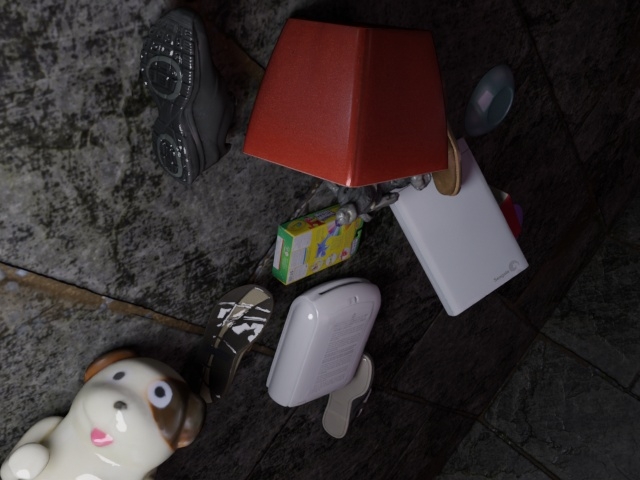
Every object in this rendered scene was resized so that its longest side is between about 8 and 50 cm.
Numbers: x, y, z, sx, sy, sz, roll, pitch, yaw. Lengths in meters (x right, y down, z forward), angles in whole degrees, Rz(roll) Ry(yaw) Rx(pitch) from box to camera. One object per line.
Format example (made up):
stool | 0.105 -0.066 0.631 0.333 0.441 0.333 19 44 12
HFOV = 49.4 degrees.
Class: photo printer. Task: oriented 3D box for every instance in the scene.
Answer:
photo printer | 0.014 0.230 1.670 0.256 0.107 0.307 -11 126 -46

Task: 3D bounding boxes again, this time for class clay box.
clay box | 0.000 0.000 1.500 0.222 0.053 0.127 -22 135 -41

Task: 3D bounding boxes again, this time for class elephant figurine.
elephant figurine | 0.091 -0.114 1.406 0.239 0.169 0.186 -44 148 -11

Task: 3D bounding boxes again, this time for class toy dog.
toy dog | -0.366 0.400 1.211 0.408 0.284 0.395 -61 159 10

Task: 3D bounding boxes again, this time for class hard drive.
hard drive | 0.317 -0.033 1.632 0.233 0.047 0.353 -31 99 -14

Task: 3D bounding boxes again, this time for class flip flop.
flip flop | -0.184 0.210 1.428 0.277 0.112 0.080 -65 171 11

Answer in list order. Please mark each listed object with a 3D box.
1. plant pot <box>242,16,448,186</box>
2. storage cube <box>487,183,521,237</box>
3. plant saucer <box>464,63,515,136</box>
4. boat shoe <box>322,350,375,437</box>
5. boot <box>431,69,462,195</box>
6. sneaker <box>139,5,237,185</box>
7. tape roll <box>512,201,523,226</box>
plant pot | 0.054 -0.250 1.187 0.267 0.267 0.235 -14 117 -44
storage cube | 0.382 -0.046 1.811 0.215 0.184 0.193 -50 145 -6
plant saucer | 0.438 -0.343 1.748 0.195 0.037 0.195 -32 140 -31
boat shoe | 0.084 0.407 1.927 0.095 0.112 0.335 -41 154 -50
boot | 0.224 -0.221 1.502 0.115 0.112 0.305 -28 117 -16
sneaker | -0.188 -0.222 1.047 0.130 0.109 0.286 -36 152 -35
tape roll | 0.477 -0.005 2.048 0.275 0.090 0.275 -32 140 -31
